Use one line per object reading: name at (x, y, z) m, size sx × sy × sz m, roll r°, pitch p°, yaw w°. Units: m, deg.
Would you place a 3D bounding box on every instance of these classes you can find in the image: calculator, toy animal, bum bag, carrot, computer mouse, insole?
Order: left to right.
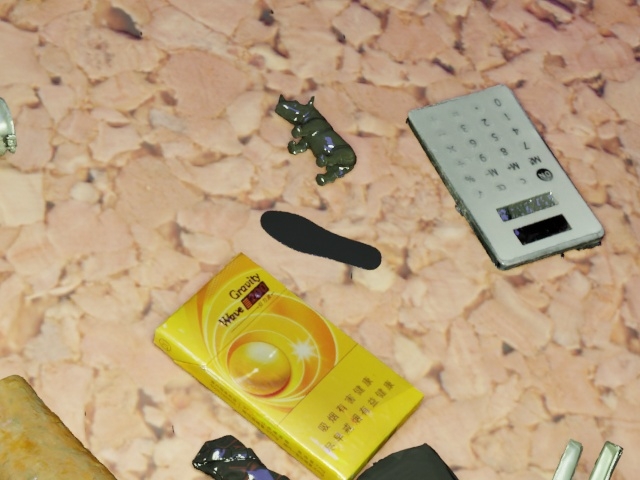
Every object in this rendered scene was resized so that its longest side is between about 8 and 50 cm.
carrot at (-0.252, 0.268, 1.676) m, size 0.139 × 0.138 × 0.302 m, roll -22°, pitch 61°, yaw -27°
bum bag at (-0.076, 0.250, 1.789) m, size 0.124 × 0.034 × 0.058 m, roll 39°, pitch 64°, yaw 16°
toy animal at (-0.010, -0.130, 2.082) m, size 0.065 × 0.047 × 0.135 m, roll -24°, pitch 61°, yaw -33°
insole at (0.000, 0.000, 2.013) m, size 0.153 × 0.002 × 0.053 m, roll 18°, pitch 52°, yaw 0°
computer mouse at (0.117, 0.303, 1.762) m, size 0.122 × 0.073 × 0.217 m, roll -27°, pitch 47°, yaw -16°
calculator at (0.229, -0.079, 2.115) m, size 0.161 × 0.021 × 0.261 m, roll -17°, pitch 59°, yaw -24°

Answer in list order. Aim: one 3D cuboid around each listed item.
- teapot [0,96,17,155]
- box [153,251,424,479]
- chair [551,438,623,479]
teapot at (-0.456, -0.122, 1.944) m, size 0.200 × 0.077 × 0.107 m, roll -16°, pitch 69°, yaw -23°
box at (-0.036, 0.143, 1.872) m, size 0.269 × 0.043 × 0.152 m, roll 38°, pitch 54°, yaw 14°
chair at (0.288, 0.356, 1.710) m, size 0.203 × 0.190 × 0.274 m, roll 24°, pitch 81°, yaw 6°
